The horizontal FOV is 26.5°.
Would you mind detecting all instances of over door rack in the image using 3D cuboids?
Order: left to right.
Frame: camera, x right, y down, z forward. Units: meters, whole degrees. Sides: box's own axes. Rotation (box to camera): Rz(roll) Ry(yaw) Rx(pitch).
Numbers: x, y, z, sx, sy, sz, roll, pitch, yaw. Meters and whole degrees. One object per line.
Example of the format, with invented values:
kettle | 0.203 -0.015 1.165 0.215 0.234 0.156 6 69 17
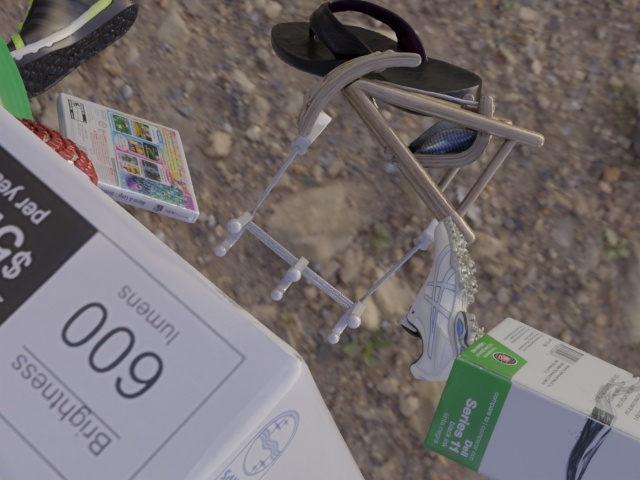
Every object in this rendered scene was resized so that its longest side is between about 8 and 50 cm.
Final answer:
over door rack | 0.000 0.000 1.934 0.239 0.108 0.324 38 137 -2

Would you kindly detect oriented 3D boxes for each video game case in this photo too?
video game case | -0.205 -0.088 1.434 0.143 0.157 0.019 17 121 -28

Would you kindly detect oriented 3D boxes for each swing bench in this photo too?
swing bench | 0.110 -0.141 1.674 0.254 0.253 0.165 34 96 -6

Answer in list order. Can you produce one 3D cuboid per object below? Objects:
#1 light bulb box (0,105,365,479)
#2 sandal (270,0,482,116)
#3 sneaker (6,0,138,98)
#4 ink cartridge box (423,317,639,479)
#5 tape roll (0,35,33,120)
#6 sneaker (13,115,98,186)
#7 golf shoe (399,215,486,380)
light bulb box | -0.230 0.110 0.546 0.361 0.358 0.225 -47 156 -12
sandal | 0.085 -0.300 2.074 0.167 0.446 0.107 -17 119 -33
sneaker | -0.320 -0.248 1.594 0.097 0.084 0.234 44 54 11
ink cartridge box | 0.208 0.153 1.073 0.208 0.153 0.087 24 106 19
tape roll | -0.391 -0.100 1.230 0.077 0.321 0.321 -9 117 28
sneaker | -0.313 -0.069 1.223 0.225 0.088 0.093 10 104 -10
golf shoe | 0.116 0.059 1.367 0.086 0.176 0.069 -13 149 18
